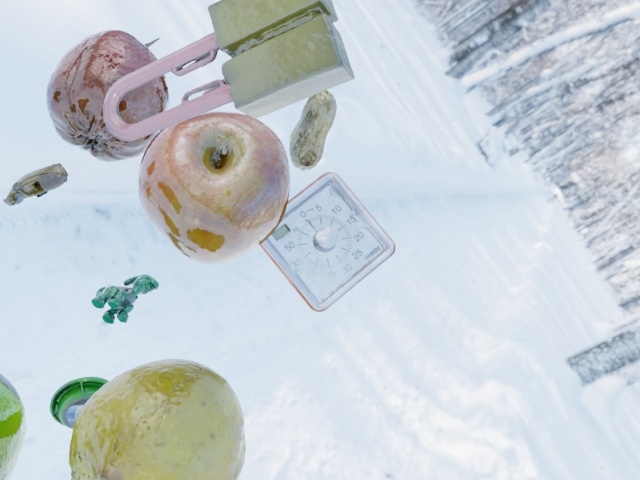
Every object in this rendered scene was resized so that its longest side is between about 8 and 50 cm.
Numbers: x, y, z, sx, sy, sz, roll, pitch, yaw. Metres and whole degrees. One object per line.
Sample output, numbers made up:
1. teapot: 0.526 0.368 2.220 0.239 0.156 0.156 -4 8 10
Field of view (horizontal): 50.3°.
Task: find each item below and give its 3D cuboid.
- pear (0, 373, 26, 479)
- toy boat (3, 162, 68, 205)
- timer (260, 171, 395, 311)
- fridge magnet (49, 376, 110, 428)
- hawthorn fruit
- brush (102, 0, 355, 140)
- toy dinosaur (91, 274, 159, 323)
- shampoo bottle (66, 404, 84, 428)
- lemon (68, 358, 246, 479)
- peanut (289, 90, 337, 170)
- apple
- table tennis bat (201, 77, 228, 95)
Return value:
1. pear: -0.730 0.395 1.207 0.399 0.399 0.165 44 2 -36
2. toy boat: -0.594 -0.114 1.420 0.047 0.149 0.049 55 15 -56
3. timer: 0.000 0.000 1.646 0.250 0.257 0.161 54 -12 -10
4. fridge magnet: -0.723 0.505 2.098 0.208 0.208 0.088 42 10 -39
5. hawthorn fruit: -0.441 -0.299 1.421 0.258 0.258 0.262 21 52 -62
6. brush: -0.093 -0.150 0.607 0.047 0.233 0.103 16 56 -70
7. toy dinosaur: -0.352 0.096 1.212 0.096 0.132 0.059 -56 136 -44
8. shampoo bottle: -0.440 0.372 1.393 0.087 0.183 0.050 58 44 -25
9. lemon: -0.242 0.316 1.066 0.258 0.258 0.310 57 27 1
10. peanut: -0.021 -0.273 1.686 0.099 0.214 0.099 16 33 -11
11. apple: -0.169 -0.084 1.116 0.242 0.242 0.241 62 -19 16
12. table tennis bat: -0.154 -0.461 1.784 0.051 0.414 0.268 44 40 -30
